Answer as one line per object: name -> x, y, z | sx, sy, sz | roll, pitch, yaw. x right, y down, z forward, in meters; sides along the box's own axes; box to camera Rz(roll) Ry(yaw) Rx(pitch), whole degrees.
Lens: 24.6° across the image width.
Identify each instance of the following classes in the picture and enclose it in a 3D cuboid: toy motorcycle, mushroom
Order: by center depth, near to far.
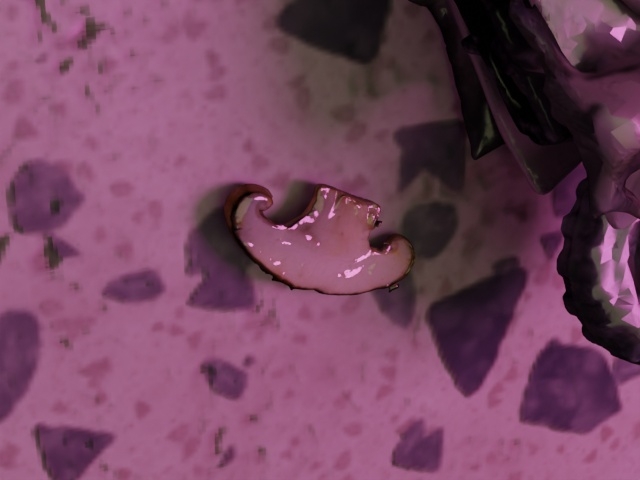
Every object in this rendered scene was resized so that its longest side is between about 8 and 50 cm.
toy motorcycle -> 0.135, -0.112, 0.601 | 0.188, 0.143, 0.327 | -31, 108, -8
mushroom -> 0.000, -0.001, 0.647 | 0.101, 0.019, 0.049 | 20, 101, -33
